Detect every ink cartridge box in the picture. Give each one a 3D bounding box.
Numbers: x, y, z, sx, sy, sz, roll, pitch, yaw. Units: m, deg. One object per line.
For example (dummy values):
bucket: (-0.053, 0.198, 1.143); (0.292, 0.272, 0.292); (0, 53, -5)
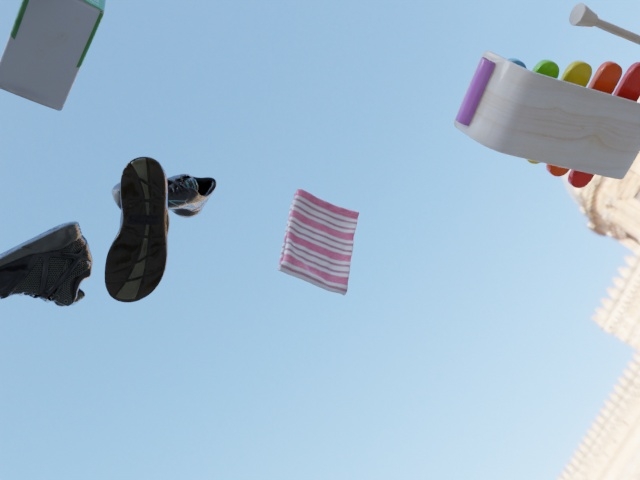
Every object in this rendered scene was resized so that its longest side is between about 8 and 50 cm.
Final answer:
ink cartridge box: (-0.335, -0.289, 0.860); (0.087, 0.208, 0.153); (20, -56, -28)

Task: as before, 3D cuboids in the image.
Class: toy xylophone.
toy xylophone: (0.365, -0.195, 0.952); (0.323, 0.081, 0.236); (16, -64, -26)

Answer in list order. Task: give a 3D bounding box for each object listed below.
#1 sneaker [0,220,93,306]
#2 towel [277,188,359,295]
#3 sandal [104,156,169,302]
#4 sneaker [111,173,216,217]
sneaker: (-0.462, 0.072, 1.061); (0.227, 0.087, 0.130); (-31, -75, -31)
towel: (0.000, 0.000, 1.316); (0.144, 0.197, 0.029); (20, -35, -14)
sandal: (-0.272, -0.016, 1.016); (0.090, 0.060, 0.219); (3, -87, -6)
sneaker: (-0.340, -0.111, 1.489); (0.106, 0.101, 0.267); (-34, -14, 29)
